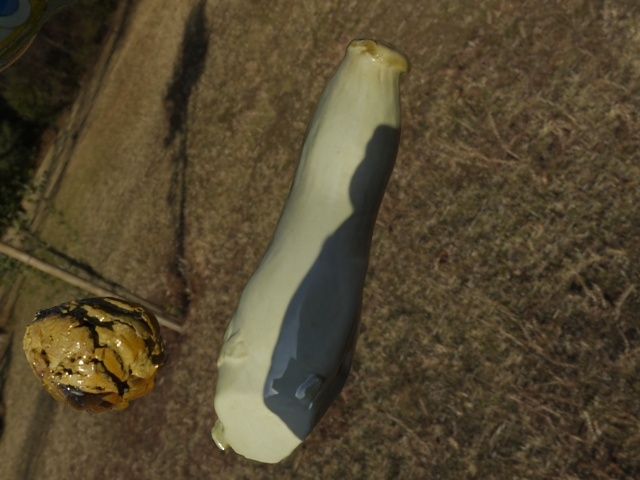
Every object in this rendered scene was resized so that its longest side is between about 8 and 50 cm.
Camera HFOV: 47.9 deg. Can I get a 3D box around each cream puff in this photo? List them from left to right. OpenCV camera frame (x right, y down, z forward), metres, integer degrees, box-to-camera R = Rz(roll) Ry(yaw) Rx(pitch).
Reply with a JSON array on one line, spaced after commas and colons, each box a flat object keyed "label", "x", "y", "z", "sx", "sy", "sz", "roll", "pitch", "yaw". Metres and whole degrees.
[{"label": "cream puff", "x": -0.217, "y": 0.110, "z": 0.689, "sx": 0.119, "sy": 0.133, "sz": 0.104, "roll": -35, "pitch": 37, "yaw": 52}]

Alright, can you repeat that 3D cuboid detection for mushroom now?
[{"label": "mushroom", "x": 0.000, "y": 0.000, "z": 0.569, "sx": 0.109, "sy": 0.097, "sz": 0.351, "roll": 75, "pitch": -150, "yaw": -75}]

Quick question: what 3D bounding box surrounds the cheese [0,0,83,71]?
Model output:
[{"label": "cheese", "x": -0.247, "y": -0.185, "z": 0.546, "sx": 0.069, "sy": 0.270, "sz": 0.177, "roll": 77, "pitch": 171, "yaw": -55}]
